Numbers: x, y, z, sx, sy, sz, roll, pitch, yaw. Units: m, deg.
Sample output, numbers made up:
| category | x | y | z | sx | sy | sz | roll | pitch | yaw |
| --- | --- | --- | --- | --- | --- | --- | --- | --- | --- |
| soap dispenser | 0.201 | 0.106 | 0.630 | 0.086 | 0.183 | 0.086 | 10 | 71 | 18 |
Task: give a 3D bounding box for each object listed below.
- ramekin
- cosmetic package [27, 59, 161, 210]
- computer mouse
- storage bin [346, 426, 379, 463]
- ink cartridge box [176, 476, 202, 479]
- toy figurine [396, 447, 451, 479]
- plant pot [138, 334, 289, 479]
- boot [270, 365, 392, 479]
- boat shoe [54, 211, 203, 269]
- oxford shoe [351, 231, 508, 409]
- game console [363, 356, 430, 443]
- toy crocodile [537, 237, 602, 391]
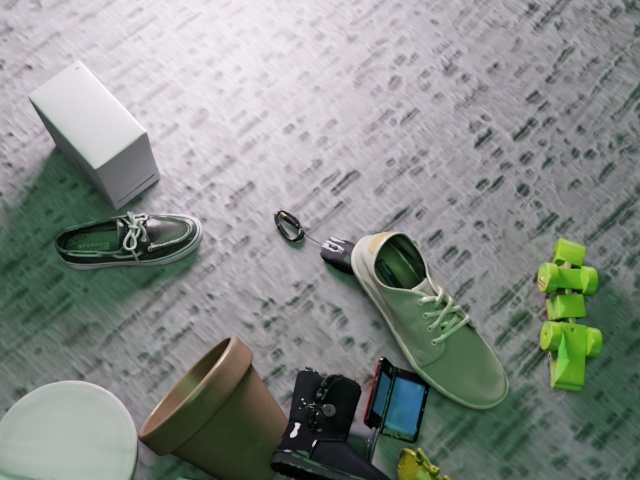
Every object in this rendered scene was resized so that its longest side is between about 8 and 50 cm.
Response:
| category | x | y | z | sx | sy | sz | roll | pitch | yaw |
| --- | --- | --- | --- | --- | --- | --- | --- | --- | --- |
| ramekin | -0.475 | 0.411 | 1.401 | 0.273 | 0.127 | 0.272 | 2 | 69 | -5 |
| cosmetic package | -0.476 | -0.218 | 1.579 | 0.138 | 0.224 | 0.224 | -41 | 77 | -17 |
| computer mouse | 0.000 | 0.000 | 1.640 | 0.242 | 0.041 | 0.071 | 29 | 71 | 7 |
| storage bin | 0.054 | 0.429 | 1.443 | 0.091 | 0.098 | 0.135 | 12 | 104 | 10 |
| ink cartridge box | -0.180 | 0.480 | 1.392 | 0.179 | 0.145 | 0.045 | 8 | 71 | -2 |
| toy figurine | 0.223 | 0.590 | 1.373 | 0.217 | 0.191 | 0.362 | -43 | 78 | -13 |
| plant pot | -0.176 | 0.349 | 1.410 | 0.229 | 0.263 | 0.263 | 46 | 72 | -9 |
| boot | 0.048 | 0.357 | 1.361 | 0.247 | 0.094 | 0.207 | 20 | 55 | 2 |
| boat shoe | -0.405 | -0.010 | 1.572 | 0.307 | 0.105 | 0.113 | -4 | 70 | -6 |
| oxford shoe | 0.233 | 0.163 | 1.542 | 0.169 | 0.130 | 0.449 | -34 | 83 | -29 |
| game console | 0.158 | 0.326 | 1.514 | 0.085 | 0.124 | 0.144 | 6 | 67 | 26 |
| toy crocodile | 0.533 | 0.156 | 1.607 | 0.115 | 0.105 | 0.340 | 4 | 74 | -4 |
